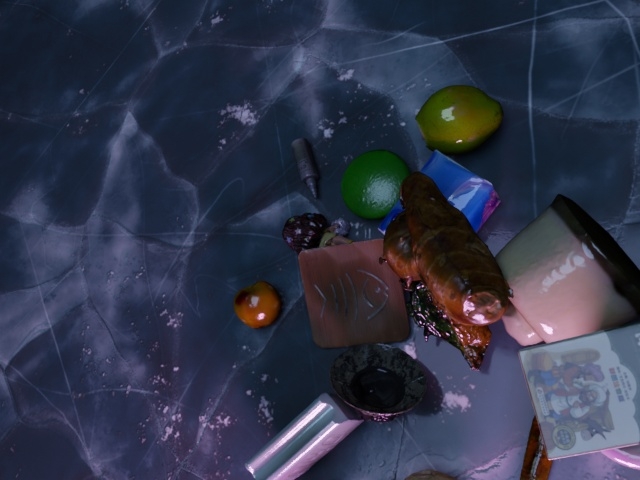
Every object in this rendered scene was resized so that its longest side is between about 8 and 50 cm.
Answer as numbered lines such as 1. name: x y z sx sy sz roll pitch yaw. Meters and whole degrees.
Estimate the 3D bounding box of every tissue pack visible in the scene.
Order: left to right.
1. tissue pack: 0.313 -0.070 1.692 0.198 0.146 0.263 38 93 29

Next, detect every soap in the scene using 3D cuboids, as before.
1. soap: -0.037 0.523 1.664 0.289 0.173 0.095 -43 63 7

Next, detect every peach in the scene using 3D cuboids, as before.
1. peach: -0.183 0.190 1.857 0.138 0.138 0.138 -7 72 23

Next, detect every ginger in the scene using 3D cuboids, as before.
1. ginger: 0.272 0.054 1.463 0.418 0.176 0.254 59 143 38

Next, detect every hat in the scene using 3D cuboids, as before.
1. hat: 0.148 0.393 1.636 0.266 0.265 0.128 13 121 27

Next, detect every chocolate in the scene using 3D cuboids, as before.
1. chocolate: 0.550 0.095 1.470 0.297 0.326 0.314 -43 68 27

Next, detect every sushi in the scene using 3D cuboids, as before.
1. sushi: 0.316 0.193 1.622 0.140 0.149 0.287 -32 90 -16

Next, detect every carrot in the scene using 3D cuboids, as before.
1. carrot: 0.507 0.515 1.480 0.070 0.070 0.260 11 81 27

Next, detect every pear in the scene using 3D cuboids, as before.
1. pear: 0.376 -0.329 1.723 0.220 0.187 0.187 -22 67 16

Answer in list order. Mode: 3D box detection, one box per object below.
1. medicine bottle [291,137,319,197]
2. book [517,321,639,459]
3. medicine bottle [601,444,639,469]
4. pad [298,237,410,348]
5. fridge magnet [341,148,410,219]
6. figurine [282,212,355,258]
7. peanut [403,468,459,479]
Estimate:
1. medicine bottle: -0.040 -0.216 1.947 0.058 0.057 0.199 -22 67 17
2. book: 0.508 0.262 1.133 0.264 0.027 0.202 -18 68 20
3. medicine bottle: 0.637 0.337 1.289 0.219 0.388 0.219 -6 74 22
4. pad: 0.089 0.148 1.742 0.284 0.018 0.286 -9 95 22
5. fridge magnet: 0.158 -0.159 1.822 0.208 0.088 0.208 -7 73 24
6. figurine: -0.002 -0.001 1.834 0.240 0.116 0.174 21 85 28
7. peanut: 0.220 0.631 1.542 0.290 0.130 0.130 -20 68 18
